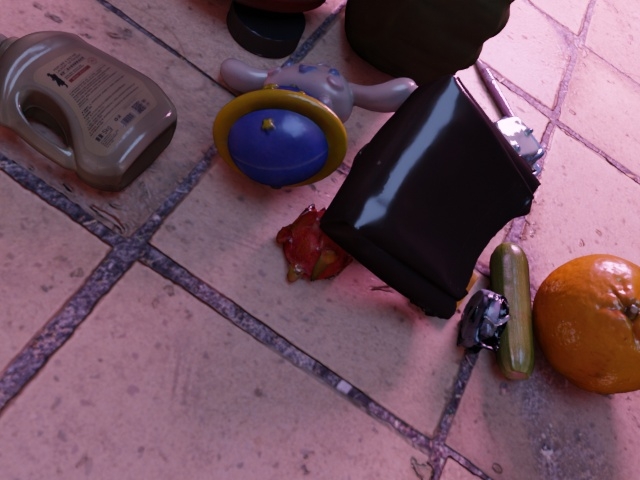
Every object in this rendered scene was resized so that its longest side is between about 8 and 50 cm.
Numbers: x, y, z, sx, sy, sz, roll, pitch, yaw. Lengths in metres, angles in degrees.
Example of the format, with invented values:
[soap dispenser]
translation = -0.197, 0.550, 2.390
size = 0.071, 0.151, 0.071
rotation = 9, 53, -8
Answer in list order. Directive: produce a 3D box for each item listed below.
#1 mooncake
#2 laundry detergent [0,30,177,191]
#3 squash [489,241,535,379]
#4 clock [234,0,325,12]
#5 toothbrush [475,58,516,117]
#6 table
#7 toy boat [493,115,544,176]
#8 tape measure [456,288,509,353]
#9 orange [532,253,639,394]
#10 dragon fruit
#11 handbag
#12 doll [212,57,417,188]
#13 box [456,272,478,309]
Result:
[mooncake]
translation = 0.195, -0.452, 1.069
size = 0.194, 0.356, 0.357
rotation = 16, 57, -21
[laundry detergent]
translation = -0.332, -0.188, 0.828
size = 0.253, 0.091, 0.181
rotation = 36, 59, -3
[squash]
translation = 0.300, 0.105, 0.975
size = 0.066, 0.066, 0.229
rotation = 16, 57, -16
[clock]
translation = -0.112, -0.515, 1.089
size = 0.318, 0.080, 0.319
rotation = 13, 44, -13
[toothbrush]
translation = 0.352, -0.324, 1.268
size = 0.024, 0.029, 0.354
rotation = -15, 70, -17
[table]
translation = -0.094, -0.383, 1.081
size = 0.133, 0.043, 0.134
rotation = 11, 58, -18
[toy boat]
translation = 0.249, -0.129, 1.044
size = 0.331, 0.133, 0.145
rotation = -19, 73, -32
[tape measure]
translation = 0.244, 0.122, 0.928
size = 0.054, 0.091, 0.094
rotation = 22, 73, -5
[orange]
translation = 0.442, 0.127, 0.960
size = 0.219, 0.193, 0.219
rotation = 4, 78, -21
[dragon fruit]
translation = 0.002, -0.004, 0.896
size = 0.126, 0.068, 0.112
rotation = -12, 68, -32
[handbag]
translation = 0.167, -0.056, 0.888
size = 0.257, 0.113, 0.285
rotation = 40, 77, -18
[doll]
translation = -0.009, -0.172, 0.926
size = 0.310, 0.160, 0.243
rotation = -1, 31, 5
[box]
translation = 0.171, 0.035, 0.981
size = 0.156, 0.022, 0.089
rotation = 41, 52, 1
